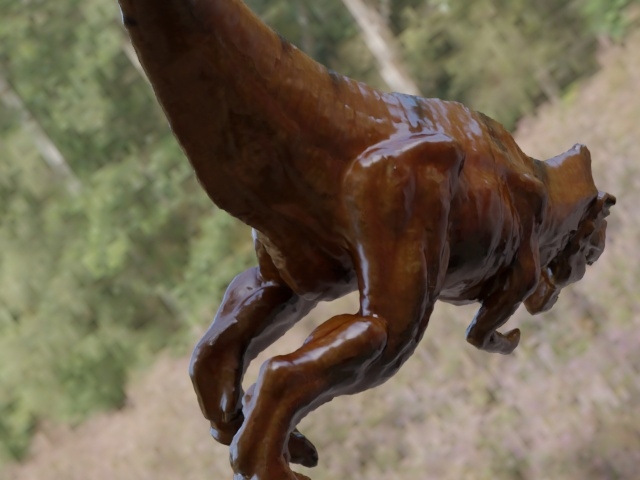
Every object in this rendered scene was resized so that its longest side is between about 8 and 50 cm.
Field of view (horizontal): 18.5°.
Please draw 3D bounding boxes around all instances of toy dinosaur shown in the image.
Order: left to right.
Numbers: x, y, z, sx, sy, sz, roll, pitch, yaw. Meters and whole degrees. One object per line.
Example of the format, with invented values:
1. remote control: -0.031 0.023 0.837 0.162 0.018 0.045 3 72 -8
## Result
1. toy dinosaur: 0.000 0.000 0.771 0.432 0.097 0.208 27 -95 -54
